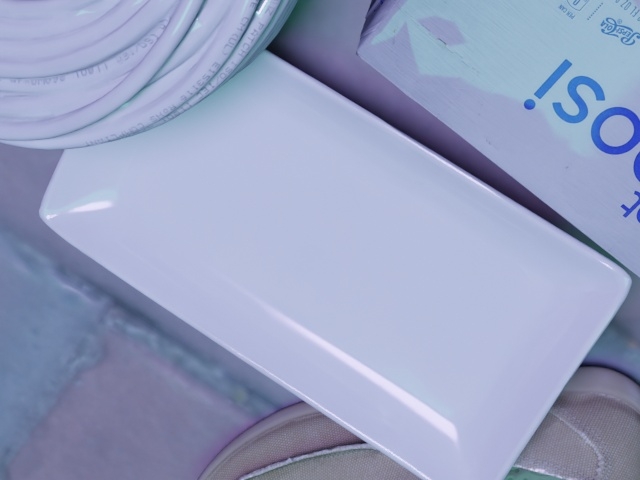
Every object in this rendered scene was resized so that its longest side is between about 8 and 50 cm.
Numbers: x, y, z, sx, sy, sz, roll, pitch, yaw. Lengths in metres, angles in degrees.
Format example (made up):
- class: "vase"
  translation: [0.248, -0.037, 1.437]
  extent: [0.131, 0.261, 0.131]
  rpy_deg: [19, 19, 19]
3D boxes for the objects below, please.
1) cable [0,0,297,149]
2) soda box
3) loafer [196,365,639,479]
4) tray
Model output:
- class: "cable"
  translation: [-0.120, -0.170, 0.549]
  extent: [0.257, 0.089, 0.257]
  rpy_deg: [8, 110, 12]
- class: "soda box"
  translation: [0.157, -0.044, 0.580]
  extent: [0.286, 0.091, 0.098]
  rpy_deg: [36, 114, -10]
- class: "loafer"
  translation: [0.047, 0.136, 0.684]
  extent: [0.269, 0.092, 0.102]
  rpy_deg: [-18, 112, 16]
- class: "tray"
  translation: [0.000, 0.000, 0.626]
  extent: [0.270, 0.030, 0.145]
  rpy_deg: [33, 114, 9]
